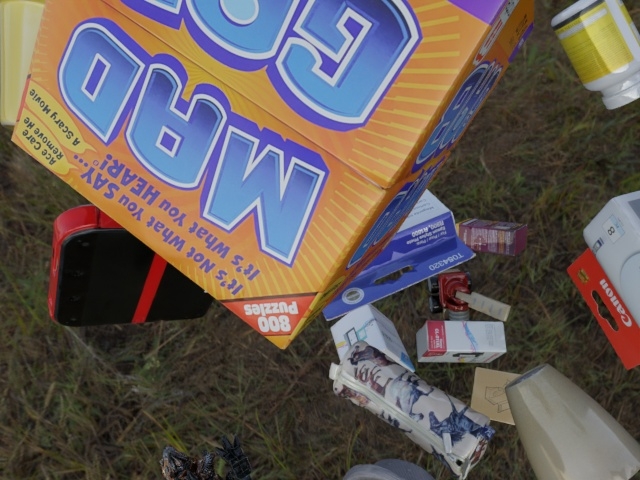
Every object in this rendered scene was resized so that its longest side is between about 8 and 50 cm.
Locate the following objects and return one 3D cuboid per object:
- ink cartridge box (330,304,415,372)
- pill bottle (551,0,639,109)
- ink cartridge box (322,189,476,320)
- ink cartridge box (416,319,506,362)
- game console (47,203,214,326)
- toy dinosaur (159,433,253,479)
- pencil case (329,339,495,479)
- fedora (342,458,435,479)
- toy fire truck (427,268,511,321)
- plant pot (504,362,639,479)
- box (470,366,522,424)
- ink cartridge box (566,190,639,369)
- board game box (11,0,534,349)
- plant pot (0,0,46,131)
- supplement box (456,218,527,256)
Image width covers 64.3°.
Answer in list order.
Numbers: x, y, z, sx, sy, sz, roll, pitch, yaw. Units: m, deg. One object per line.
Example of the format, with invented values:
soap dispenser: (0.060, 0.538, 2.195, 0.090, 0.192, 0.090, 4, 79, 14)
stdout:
ink cartridge box: (0.195, 0.417, 1.971, 0.197, 0.198, 0.270, -40, 33, 14)
pill bottle: (0.475, -0.318, 0.851, 0.103, 0.184, 0.103, -32, 8, 5)
ink cartridge box: (0.100, -0.017, 1.080, 0.324, 0.071, 0.330, -23, 36, -6)
ink cartridge box: (0.320, 0.235, 1.174, 0.175, 0.127, 0.072, 1, 65, 0)
game console: (-0.354, 0.063, 1.030, 0.342, 0.386, 0.060, 0, 57, -31)
toy dinosaur: (-0.225, 0.555, 1.119, 0.322, 0.218, 0.164, 18, 39, 7)
pencil case: (0.220, 0.415, 1.282, 0.410, 0.183, 0.160, 29, 96, 24)
fedora: (0.180, 0.566, 1.088, 0.275, 0.243, 0.124, -4, 14, 40)
toy fire truck: (0.402, 0.204, 1.398, 0.159, 0.217, 0.246, -5, 9, 1)
plant pot: (0.595, 0.457, 1.266, 0.256, 0.256, 0.274, -28, 72, -12)
box: (0.614, 0.523, 1.704, 0.201, 0.021, 0.164, 5, 75, 25)
ink cartridge box: (0.704, 0.117, 1.190, 0.091, 0.385, 0.308, -14, 61, -10)
board game box: (-0.026, -0.181, 0.568, 0.356, 0.356, 0.356, 36, 25, 10)
plant pot: (-0.353, -0.259, 0.750, 0.254, 0.254, 0.239, 13, 89, 21)
supplement box: (0.526, -0.013, 1.572, 0.188, 0.080, 0.104, 10, 19, 39)
